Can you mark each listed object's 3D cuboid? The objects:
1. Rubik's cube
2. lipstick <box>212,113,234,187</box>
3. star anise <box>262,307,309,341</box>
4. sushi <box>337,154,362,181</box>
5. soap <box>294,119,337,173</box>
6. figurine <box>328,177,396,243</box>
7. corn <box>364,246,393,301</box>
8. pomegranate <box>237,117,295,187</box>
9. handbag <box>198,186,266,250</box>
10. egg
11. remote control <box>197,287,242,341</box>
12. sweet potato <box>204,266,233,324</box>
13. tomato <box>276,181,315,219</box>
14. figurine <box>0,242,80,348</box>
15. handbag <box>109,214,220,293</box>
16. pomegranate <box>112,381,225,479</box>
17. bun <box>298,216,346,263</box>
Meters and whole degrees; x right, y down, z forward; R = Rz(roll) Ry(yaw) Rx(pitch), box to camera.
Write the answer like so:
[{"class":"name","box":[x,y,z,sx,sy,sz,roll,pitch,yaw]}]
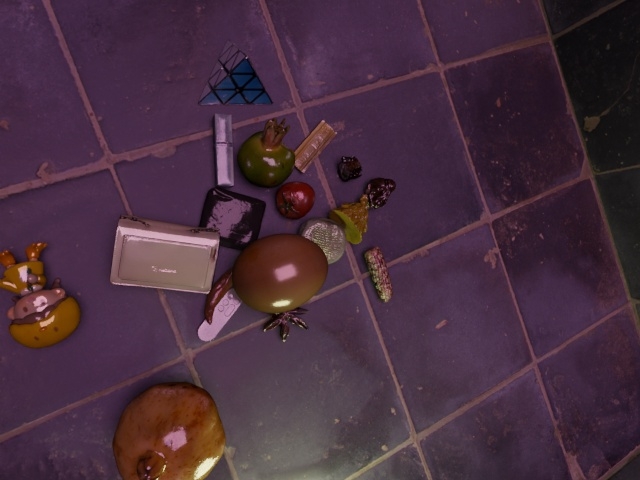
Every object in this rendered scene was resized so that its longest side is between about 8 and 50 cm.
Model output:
[{"class":"Rubik's cube","box":[-0.332,-0.657,1.848,0.228,0.233,0.229,-48,151,-53]},{"class":"lipstick","box":[-0.390,-0.354,1.846,0.076,0.077,0.290,-1,89,-22]},{"class":"star anise","box":[-0.139,0.304,1.911,0.229,0.093,0.236,42,70,-8]},{"class":"sushi","box":[0.129,-0.317,2.039,0.084,0.094,0.098,-17,78,-25]},{"class":"soap","box":[-0.035,-0.409,2.009,0.092,0.037,0.252,43,74,-13]},{"class":"figurine","box":[0.198,-0.160,2.045,0.187,0.168,0.315,43,64,-3]},{"class":"corn","box":[0.268,0.152,2.074,0.086,0.086,0.253,-22,95,-21]},{"class":"pomegranate","box":[-0.203,-0.344,1.806,0.235,0.302,0.236,8,59,-13]},{"class":"handbag","box":[-0.353,-0.083,1.846,0.246,0.080,0.223,15,82,-19]},{"class":"egg","box":[-0.154,0.123,1.776,0.373,0.301,0.301,-17,94,0]},{"class":"remote control","box":[-0.398,0.295,1.842,0.077,0.022,0.245,41,74,-13]},{"class":"sweet potato","box":[-0.401,0.208,1.820,0.078,0.058,0.255,16,66,25]},{"class":"tomato","box":[-0.100,-0.176,1.917,0.167,0.167,0.167,1,87,-21]},{"class":"figurine","box":[-0.953,0.188,1.553,0.215,0.187,0.344,-20,89,-12]},{"class":"handbag","box":[-0.568,0.046,1.699,0.358,0.160,0.237,9,106,-21]},{"class":"pomegranate","box":[-0.522,0.684,1.568,0.409,0.410,0.410,1,87,-21]},{"class":"bun","box":[-0.003,-0.001,1.965,0.221,0.108,0.221,-3,98,-20]}]
